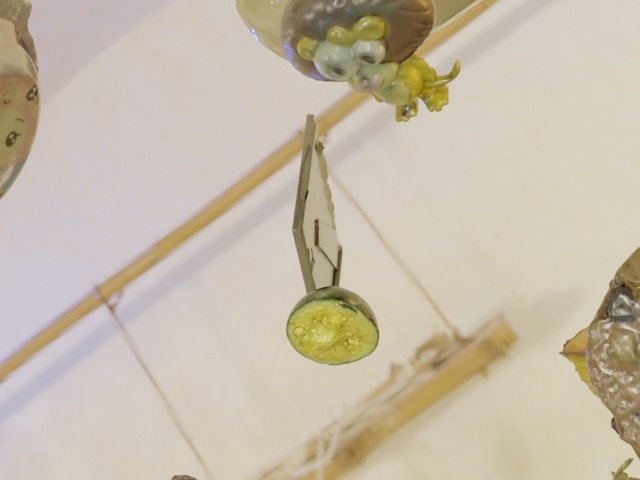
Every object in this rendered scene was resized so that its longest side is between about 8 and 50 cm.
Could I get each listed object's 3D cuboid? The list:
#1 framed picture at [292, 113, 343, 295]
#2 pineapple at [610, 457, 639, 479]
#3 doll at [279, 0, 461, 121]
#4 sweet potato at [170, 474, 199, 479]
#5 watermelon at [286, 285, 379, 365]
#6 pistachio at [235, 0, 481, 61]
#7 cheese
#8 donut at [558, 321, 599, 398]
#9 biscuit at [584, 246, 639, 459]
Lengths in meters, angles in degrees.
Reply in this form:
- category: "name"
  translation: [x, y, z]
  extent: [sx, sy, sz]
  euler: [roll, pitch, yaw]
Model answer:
- category: "framed picture"
  translation: [0.000, 0.000, 1.712]
  extent: [0.019, 0.209, 0.281]
  euler: [-1, -42, 9]
- category: "pineapple"
  translation: [0.305, 0.336, 1.343]
  extent: [0.236, 0.186, 0.114]
  euler: [-22, 21, 10]
- category: "doll"
  translation: [0.052, -0.176, 1.144]
  extent: [0.145, 0.188, 0.096]
  euler: [-36, 34, 48]
- category: "sweet potato"
  translation: [-0.077, 0.207, 0.879]
  extent: [0.038, 0.153, 0.041]
  euler: [3, -56, -30]
- category: "watermelon"
  translation: [0.015, 0.090, 1.453]
  extent: [0.105, 0.105, 0.062]
  euler: [-43, 28, 35]
- category: "pistachio"
  translation: [0.049, -0.300, 1.459]
  extent: [0.332, 0.207, 0.226]
  euler: [-6, -5, 32]
- category: "cheese"
  translation: [-0.237, -0.041, 0.822]
  extent: [0.135, 0.052, 0.244]
  euler: [-10, -56, -64]
- category: "donut"
  translation: [0.467, 0.123, 1.724]
  extent: [0.151, 0.112, 0.295]
  euler: [3, 30, 46]
- category: "biscuit"
  translation: [0.394, 0.103, 1.197]
  extent: [0.296, 0.296, 0.075]
  euler: [-42, -11, 29]
